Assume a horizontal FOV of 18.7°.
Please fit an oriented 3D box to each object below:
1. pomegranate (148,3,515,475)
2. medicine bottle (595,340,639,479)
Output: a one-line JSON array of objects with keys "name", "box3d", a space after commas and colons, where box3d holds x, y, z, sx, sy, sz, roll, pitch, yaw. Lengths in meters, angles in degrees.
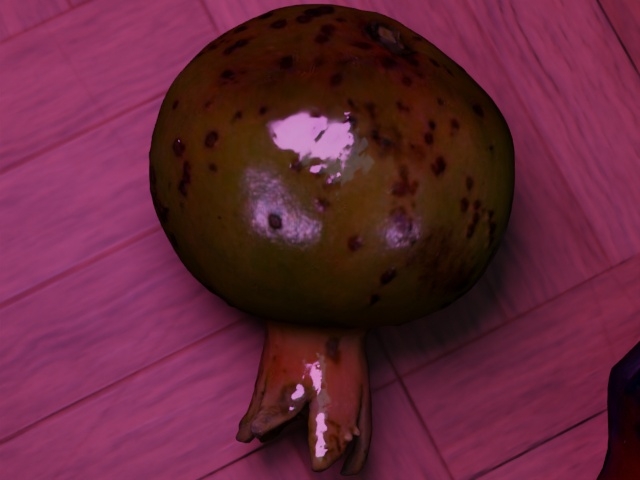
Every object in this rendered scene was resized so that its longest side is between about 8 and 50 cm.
[{"name": "pomegranate", "box3d": [-0.013, -0.010, 1.237, 0.231, 0.231, 0.286, 29, 91, 3]}, {"name": "medicine bottle", "box3d": [0.243, 0.174, 1.205, 0.395, 0.242, 0.242, -42, 83, 4]}]
